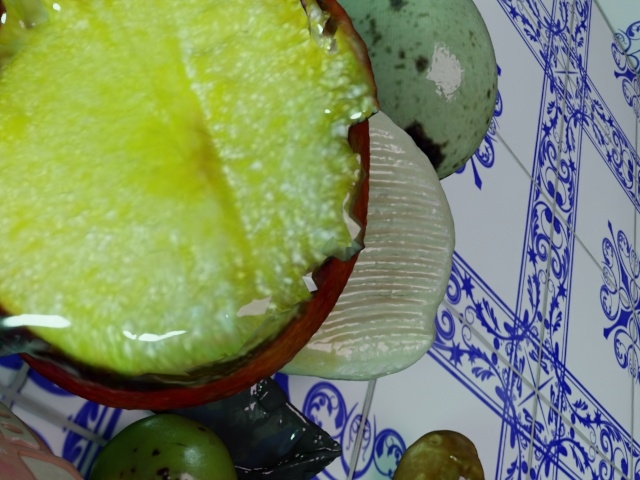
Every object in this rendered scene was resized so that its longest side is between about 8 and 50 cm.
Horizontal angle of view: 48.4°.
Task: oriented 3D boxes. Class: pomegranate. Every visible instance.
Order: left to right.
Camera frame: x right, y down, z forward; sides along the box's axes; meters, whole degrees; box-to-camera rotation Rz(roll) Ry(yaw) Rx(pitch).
[{"bbox_3d":[-0.169,0.255,0.694,0.205,0.159,0.159,15,66,-58],"label":"pomegranate"}]

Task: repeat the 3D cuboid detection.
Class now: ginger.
[{"bbox_3d":[0.175,0.438,1.021,0.172,0.165,0.322,-9,90,-42],"label":"ginger"}]

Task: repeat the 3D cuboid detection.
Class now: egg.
[{"bbox_3d":[0.117,-0.265,1.088,0.287,0.287,0.380,-3,69,-49],"label":"egg"}]

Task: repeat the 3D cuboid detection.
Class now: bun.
[{"bbox_3d":[0.000,0.000,0.920,0.365,0.219,0.366,2,87,-30],"label":"bun"}]

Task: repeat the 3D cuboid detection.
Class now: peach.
[{"bbox_3d":[-0.116,-0.058,0.574,0.417,0.338,0.353,-103,171,-62],"label":"peach"}]

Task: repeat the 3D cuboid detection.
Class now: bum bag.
[{"bbox_3d":[-0.106,0.195,0.820,0.310,0.137,0.074,51,4,-23],"label":"bum bag"}]

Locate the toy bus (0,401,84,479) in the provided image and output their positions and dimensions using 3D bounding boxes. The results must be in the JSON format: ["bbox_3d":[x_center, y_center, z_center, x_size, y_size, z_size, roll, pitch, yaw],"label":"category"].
[{"bbox_3d":[-0.276,0.211,0.501,0.232,0.287,0.194,31,87,-52],"label":"toy bus"}]
